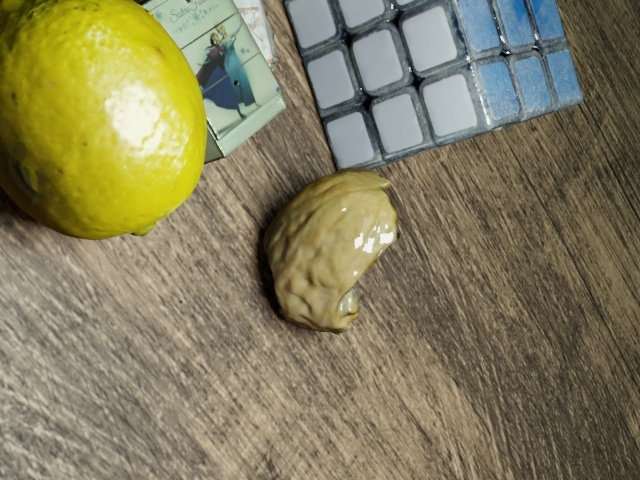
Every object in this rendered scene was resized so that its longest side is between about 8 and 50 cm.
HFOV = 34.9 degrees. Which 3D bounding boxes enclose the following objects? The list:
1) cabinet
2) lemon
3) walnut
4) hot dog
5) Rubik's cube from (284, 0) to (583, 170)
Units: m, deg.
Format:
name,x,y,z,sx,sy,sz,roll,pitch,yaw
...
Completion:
name,x,y,z,sx,sy,sz,roll,pitch,yaw
cabinet,-0.171,-0.213,1.298,0.145,0.150,0.206,-46,114,-43
lemon,-0.254,-0.141,1.119,0.260,0.260,0.284,-32,89,-46
walnut,0.006,0.001,1.400,0.141,0.204,0.238,13,70,-29
hot dog,-0.119,-0.302,1.404,0.108,0.059,0.191,-16,97,-33
Rubik's cube,0.177,-0.294,1.572,0.305,0.304,0.301,-19,94,-45
